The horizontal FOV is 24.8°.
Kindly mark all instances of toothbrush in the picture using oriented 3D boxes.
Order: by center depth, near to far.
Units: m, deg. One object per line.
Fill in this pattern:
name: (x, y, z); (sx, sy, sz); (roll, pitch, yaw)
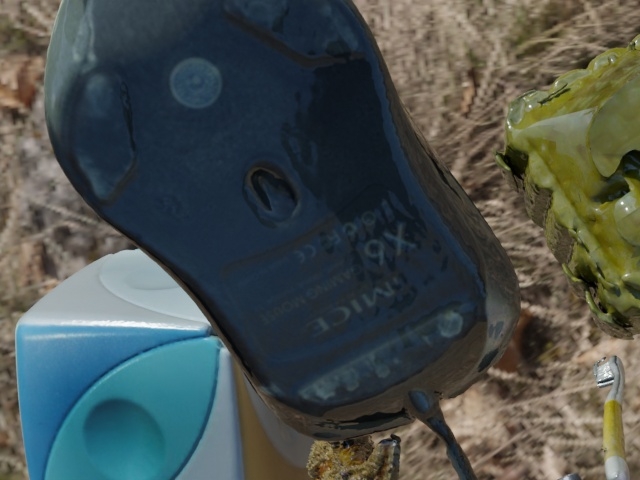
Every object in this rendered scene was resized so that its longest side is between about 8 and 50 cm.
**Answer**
toothbrush: (0.222, 0.136, 1.114); (0.024, 0.288, 0.021); (-22, 97, 14)

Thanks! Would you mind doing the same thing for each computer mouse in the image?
computer mouse: (0.000, 0.000, 0.756); (0.167, 0.090, 0.379); (-26, 112, 12)

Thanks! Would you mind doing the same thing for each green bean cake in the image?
green bean cake: (0.363, -0.079, 1.501); (0.310, 0.202, 0.285); (-32, 71, 2)

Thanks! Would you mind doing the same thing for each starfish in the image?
starfish: (0.025, 0.205, 1.527); (0.312, 0.113, 0.303); (-130, 34, -54)

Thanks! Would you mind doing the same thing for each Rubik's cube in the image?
Rubik's cube: (-0.201, 0.216, 2.071); (0.351, 0.352, 0.347); (2, 107, 22)

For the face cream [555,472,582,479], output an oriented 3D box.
face cream: (0.343, 0.419, 1.724); (0.071, 0.144, 0.291); (-21, 75, -3)
